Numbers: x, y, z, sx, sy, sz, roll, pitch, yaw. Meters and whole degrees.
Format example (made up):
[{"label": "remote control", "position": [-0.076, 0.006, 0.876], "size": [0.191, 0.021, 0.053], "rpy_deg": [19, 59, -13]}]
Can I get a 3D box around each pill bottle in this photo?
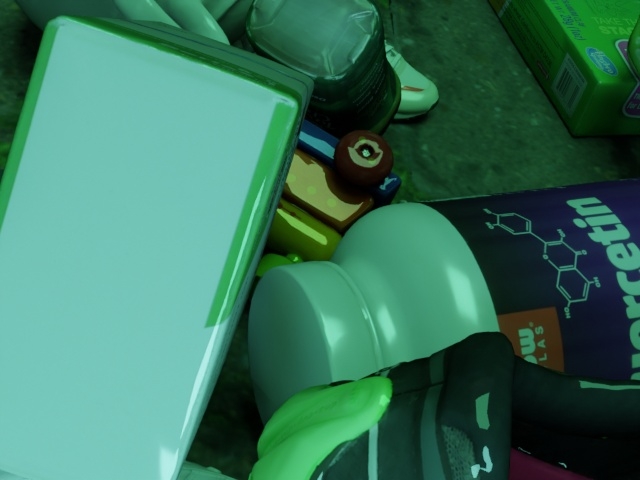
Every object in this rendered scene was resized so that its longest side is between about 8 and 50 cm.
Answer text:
[{"label": "pill bottle", "position": [0.126, 0.059, 0.739], "size": [0.322, 0.181, 0.181], "rpy_deg": [-7, 49, -25]}]

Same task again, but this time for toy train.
[{"label": "toy train", "position": [0.000, 0.000, 0.829], "size": [0.248, 0.105, 0.143], "rpy_deg": [32, 60, 4]}]

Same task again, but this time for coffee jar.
[{"label": "coffee jar", "position": [0.008, -0.134, 0.903], "size": [0.096, 0.184, 0.079], "rpy_deg": [32, 85, 15]}]

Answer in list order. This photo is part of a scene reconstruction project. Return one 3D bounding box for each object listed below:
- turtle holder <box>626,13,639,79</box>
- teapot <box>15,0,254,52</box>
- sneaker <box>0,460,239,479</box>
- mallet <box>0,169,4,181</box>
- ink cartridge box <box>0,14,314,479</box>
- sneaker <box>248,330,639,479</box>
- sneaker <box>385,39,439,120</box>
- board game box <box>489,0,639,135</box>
[{"label": "turtle holder", "position": [0.405, -0.067, 0.948], "size": [0.320, 0.243, 0.227], "rpy_deg": [5, 6, 16]}, {"label": "teapot", "position": [-0.111, -0.221, 0.928], "size": [0.187, 0.252, 0.256], "rpy_deg": [45, 64, -11]}, {"label": "sneaker", "position": [-0.113, 0.135, 0.628], "size": [0.305, 0.114, 0.152], "rpy_deg": [6, 46, -14]}, {"label": "mallet", "position": [-0.169, -0.048, 0.832], "size": [0.039, 0.062, 0.189], "rpy_deg": [37, 46, 17]}, {"label": "ink cartridge box", "position": [-0.088, -0.008, 0.638], "size": [0.117, 0.201, 0.278], "rpy_deg": [18, 10, -2]}, {"label": "sneaker", "position": [0.197, 0.191, 0.569], "size": [0.482, 0.202, 0.185], "rpy_deg": [26, 47, -22]}, {"label": "sneaker", "position": [0.032, -0.163, 1.008], "size": [0.161, 0.075, 0.057], "rpy_deg": [26, 44, 8]}, {"label": "board game box", "position": [0.347, -0.207, 1.169], "size": [0.316, 0.064, 0.242], "rpy_deg": [-3, 47, -22]}]
